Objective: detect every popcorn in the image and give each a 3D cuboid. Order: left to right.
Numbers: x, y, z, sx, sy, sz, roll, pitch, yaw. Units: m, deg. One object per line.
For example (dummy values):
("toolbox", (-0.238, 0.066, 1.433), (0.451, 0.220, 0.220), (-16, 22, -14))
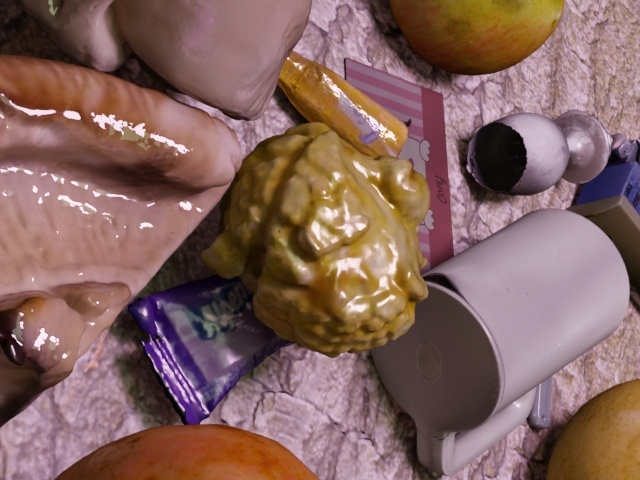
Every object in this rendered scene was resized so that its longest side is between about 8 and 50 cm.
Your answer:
("popcorn", (0.000, 0.000, 1.078), (0.255, 0.195, 0.256), (-20, 75, -39))

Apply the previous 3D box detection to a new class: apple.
("apple", (0.223, -0.359, 1.441), (0.246, 0.226, 0.246), (15, 68, -43))

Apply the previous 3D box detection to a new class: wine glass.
("wine glass", (0.327, -0.132, 1.542), (0.241, 0.126, 0.126), (-9, 84, -46))

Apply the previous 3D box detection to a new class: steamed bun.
("steamed bun", (-0.135, -0.313, 1.010), (0.342, 0.255, 0.367), (0, 56, -50))

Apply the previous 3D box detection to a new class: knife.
("knife", (0.327, 0.198, 1.509), (0.044, 0.023, 0.162), (28, 60, -32))

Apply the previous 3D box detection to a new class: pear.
("pear", (0.475, 0.351, 1.403), (0.348, 0.348, 0.348), (15, 67, -40))

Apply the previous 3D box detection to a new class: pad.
("pad", (0.111, -0.087, 1.404), (0.202, 0.005, 0.299), (13, 69, -41))

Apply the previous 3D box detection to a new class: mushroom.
("mushroom", (-0.262, -0.044, 0.919), (0.313, 0.224, 0.397), (49, 42, -5))

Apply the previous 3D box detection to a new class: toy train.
("toy train", (0.540, -0.025, 1.717), (0.299, 0.131, 0.202), (45, 58, -23))

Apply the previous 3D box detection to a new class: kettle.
("kettle", (0.225, 0.118, 1.345), (0.205, 0.265, 0.318), (46, 42, 19))

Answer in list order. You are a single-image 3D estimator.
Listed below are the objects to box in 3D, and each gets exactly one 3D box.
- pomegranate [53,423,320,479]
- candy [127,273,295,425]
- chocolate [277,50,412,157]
("pomegranate", (-0.124, 0.324, 0.850), (0.342, 0.342, 0.342), (15, 67, -40))
("candy", (-0.083, 0.086, 1.122), (0.275, 0.070, 0.145), (-28, 90, -45))
("chocolate", (0.008, -0.172, 1.288), (0.219, 0.086, 0.085), (33, 56, -22))
